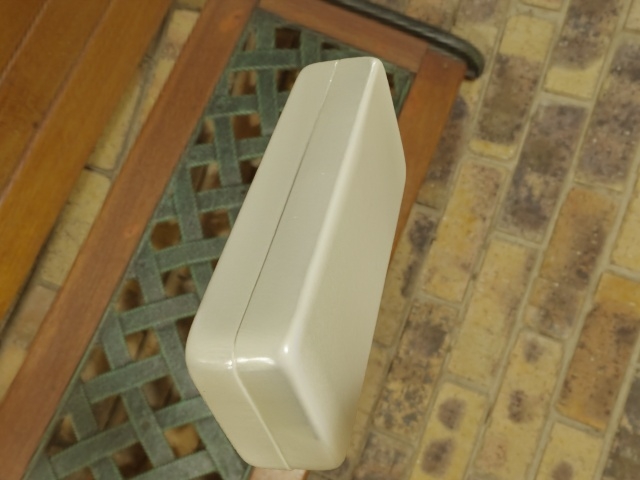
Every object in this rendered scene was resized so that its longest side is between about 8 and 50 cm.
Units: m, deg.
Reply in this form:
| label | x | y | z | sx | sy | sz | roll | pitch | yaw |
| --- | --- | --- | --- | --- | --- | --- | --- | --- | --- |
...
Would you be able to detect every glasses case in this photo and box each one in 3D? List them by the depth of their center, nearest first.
| label | x | y | z | sx | sy | sz | roll | pitch | yaw |
| --- | --- | --- | --- | --- | --- | --- | --- | --- | --- |
| glasses case | 0.000 | 0.000 | 0.553 | 0.313 | 0.070 | 0.131 | -73 | 153 | -43 |
